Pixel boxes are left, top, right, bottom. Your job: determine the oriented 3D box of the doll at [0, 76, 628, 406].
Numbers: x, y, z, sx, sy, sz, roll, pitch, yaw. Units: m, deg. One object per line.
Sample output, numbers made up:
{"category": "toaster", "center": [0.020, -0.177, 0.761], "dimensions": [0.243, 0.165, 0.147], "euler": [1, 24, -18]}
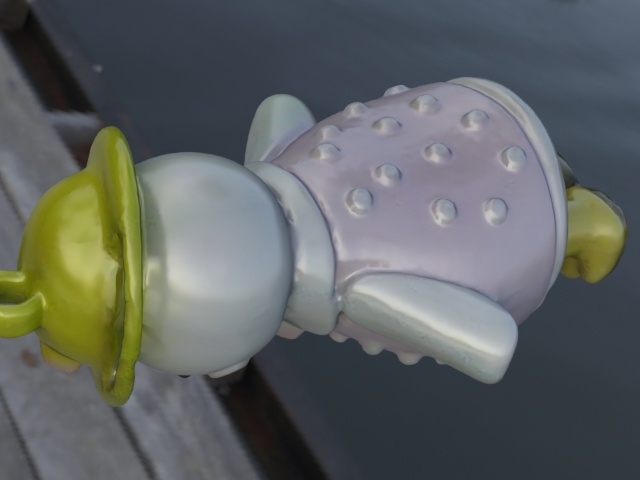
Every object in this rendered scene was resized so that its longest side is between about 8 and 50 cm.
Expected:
{"category": "doll", "center": [0.000, 0.000, 0.425], "dimensions": [0.207, 0.081, 0.129], "euler": [-11, 42, -32]}
